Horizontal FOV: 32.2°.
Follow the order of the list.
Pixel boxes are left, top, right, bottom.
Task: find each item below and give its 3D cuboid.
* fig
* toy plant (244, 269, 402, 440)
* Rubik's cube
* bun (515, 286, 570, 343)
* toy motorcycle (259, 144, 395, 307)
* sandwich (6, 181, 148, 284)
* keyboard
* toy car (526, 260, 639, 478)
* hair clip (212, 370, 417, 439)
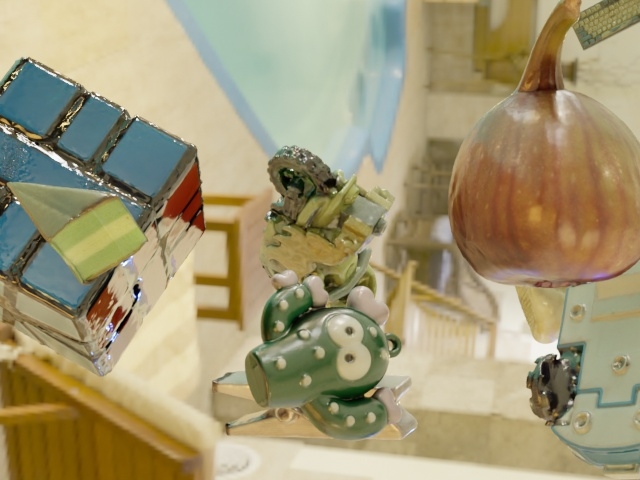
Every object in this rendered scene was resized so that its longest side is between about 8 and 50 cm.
[{"bbox_3d":[0.181,-0.066,0.878,0.175,0.175,0.207,21,62,-76],"label":"fig"},{"bbox_3d":[0.013,0.166,1.586,0.112,0.243,0.232,143,-42,-60],"label":"toy plant"},{"bbox_3d":[-0.343,-0.024,1.484,0.283,0.288,0.293,-59,169,-23],"label":"Rubik's cube"},{"bbox_3d":[0.351,0.065,1.685,0.183,0.102,0.183,-16,90,-85],"label":"bun"},{"bbox_3d":[0.000,0.000,1.943,0.169,0.237,0.410,-55,165,-30],"label":"toy motorcycle"},{"bbox_3d":[-0.228,-0.026,1.034,0.074,0.116,0.074,-37,136,-10],"label":"sandwich"},{"bbox_3d":[0.439,-0.331,1.555,0.014,0.176,0.055,8,58,-65],"label":"keyboard"},{"bbox_3d":[0.336,0.094,1.100,0.166,0.198,0.314,32,59,-30],"label":"toy car"},{"bbox_3d":[-0.012,0.259,1.728,0.085,0.331,0.101,-15,100,-58],"label":"hair clip"}]
